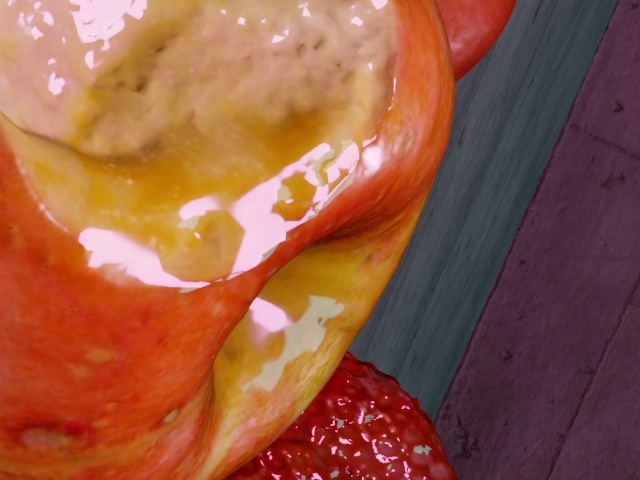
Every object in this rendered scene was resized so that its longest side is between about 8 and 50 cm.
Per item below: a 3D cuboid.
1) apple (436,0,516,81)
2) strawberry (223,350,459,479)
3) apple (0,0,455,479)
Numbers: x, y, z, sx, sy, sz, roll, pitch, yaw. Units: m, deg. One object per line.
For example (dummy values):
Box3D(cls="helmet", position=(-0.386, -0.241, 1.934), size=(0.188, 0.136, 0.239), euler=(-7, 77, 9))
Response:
Box3D(cls="apple", position=(0.016, -0.207, 1.074), size=(0.242, 0.242, 0.241), euler=(-64, 164, 2))
Box3D(cls="strawberry", position=(-0.006, 0.262, 1.582), size=(0.267, 0.351, 0.312), euler=(-25, 145, -55))
Box3D(cls="apple", position=(-0.117, -0.047, 0.747), size=(0.339, 0.340, 0.339), euler=(-56, 164, -26))
